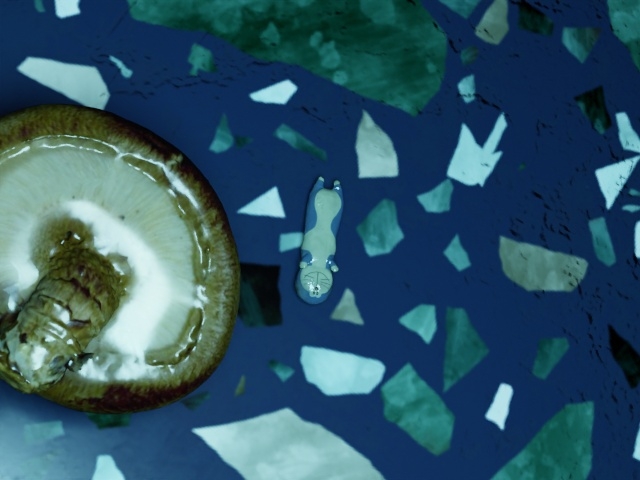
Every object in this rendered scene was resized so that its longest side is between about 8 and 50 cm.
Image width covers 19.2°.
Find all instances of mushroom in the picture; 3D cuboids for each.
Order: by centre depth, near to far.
[{"bbox_3d":[-0.210,0.026,1.627,0.297,0.163,0.278,35,59,-10],"label":"mushroom"}]

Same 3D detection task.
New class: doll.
[{"bbox_3d":[0.000,0.000,1.783,0.037,0.027,0.125,11,73,-11],"label":"doll"}]
